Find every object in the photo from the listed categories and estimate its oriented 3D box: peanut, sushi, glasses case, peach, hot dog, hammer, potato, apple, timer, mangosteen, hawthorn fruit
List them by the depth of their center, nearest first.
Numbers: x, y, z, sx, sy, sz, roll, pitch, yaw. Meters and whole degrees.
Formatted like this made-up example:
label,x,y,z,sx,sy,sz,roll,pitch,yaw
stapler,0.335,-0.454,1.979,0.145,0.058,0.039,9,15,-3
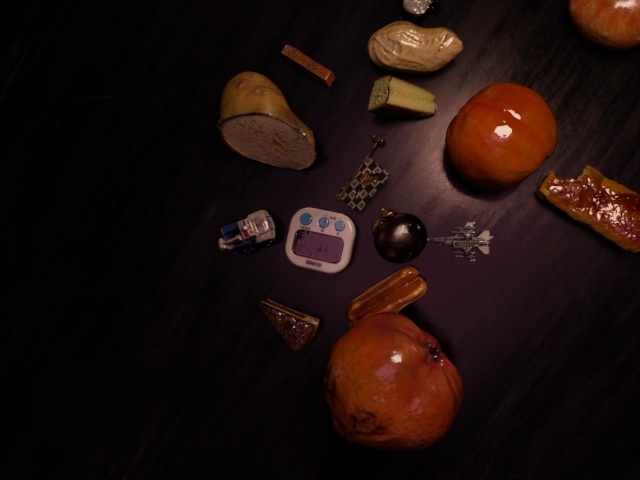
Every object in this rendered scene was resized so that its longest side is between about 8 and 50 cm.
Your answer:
label,x,y,z,sx,sy,sz,roll,pitch,yaw
apple,0.960,-0.755,1.377,0.278,0.250,0.308,-22,63,28
peach,0.577,-0.342,1.419,0.302,0.342,0.342,42,100,-7
hawthorn fruit,0.219,0.485,1.443,0.473,0.472,0.470,0,90,14
peanut,0.336,-0.697,1.561,0.341,0.158,0.174,14,132,10
sushi,0.383,-0.907,1.572,0.147,0.115,0.212,20,96,16
mangosteen,0.275,-0.025,1.572,0.194,0.194,0.230,-46,53,10
hot dog,0.237,0.225,1.614,0.338,0.100,0.135,-35,74,10
potato,-0.190,-0.490,1.660,0.398,0.289,0.295,10,64,-5
sushi,0.168,-0.207,1.662,0.201,0.031,0.139,-51,55,11
hammer,0.148,-0.278,1.664,0.058,0.029,0.292,41,101,38
timer,0.000,0.000,1.677,0.262,0.087,0.236,13,92,14
glasses case,-0.046,-0.691,1.696,0.218,0.075,0.049,36,95,12

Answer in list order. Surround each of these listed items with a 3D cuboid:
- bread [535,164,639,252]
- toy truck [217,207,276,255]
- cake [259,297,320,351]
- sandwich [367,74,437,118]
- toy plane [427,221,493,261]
label,x,y,z,sx,sy,sz,roll,pitch,yaw
bread,0.933,-0.126,1.439,0.381,0.109,0.185,36,98,13
toy truck,-0.292,-0.034,1.703,0.213,0.177,0.160,-23,83,13
cake,-0.139,0.337,1.698,0.246,0.112,0.134,20,97,13
sandwich,0.305,-0.515,1.590,0.236,0.128,0.121,7,93,-29
toy plane,0.506,0.007,1.558,0.235,0.082,0.159,-3,116,14
